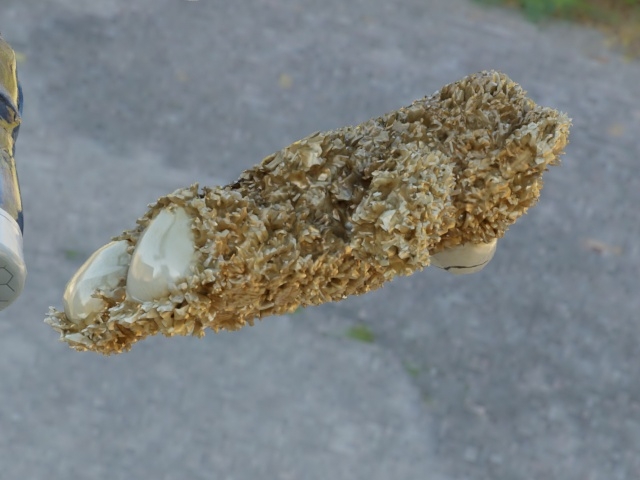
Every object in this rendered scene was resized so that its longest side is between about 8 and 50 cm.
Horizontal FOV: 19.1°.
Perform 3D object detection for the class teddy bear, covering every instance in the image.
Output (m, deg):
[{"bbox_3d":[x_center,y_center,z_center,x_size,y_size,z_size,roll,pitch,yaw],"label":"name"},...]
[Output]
[{"bbox_3d":[0.000,0.000,1.137,0.338,0.245,0.113,-21,85,-50],"label":"teddy bear"}]

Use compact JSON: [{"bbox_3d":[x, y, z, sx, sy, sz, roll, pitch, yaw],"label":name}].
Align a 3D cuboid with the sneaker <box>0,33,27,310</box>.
[{"bbox_3d":[-0.228,-0.068,0.789,0.226,0.086,0.163,19,49,-27],"label":"sneaker"}]
